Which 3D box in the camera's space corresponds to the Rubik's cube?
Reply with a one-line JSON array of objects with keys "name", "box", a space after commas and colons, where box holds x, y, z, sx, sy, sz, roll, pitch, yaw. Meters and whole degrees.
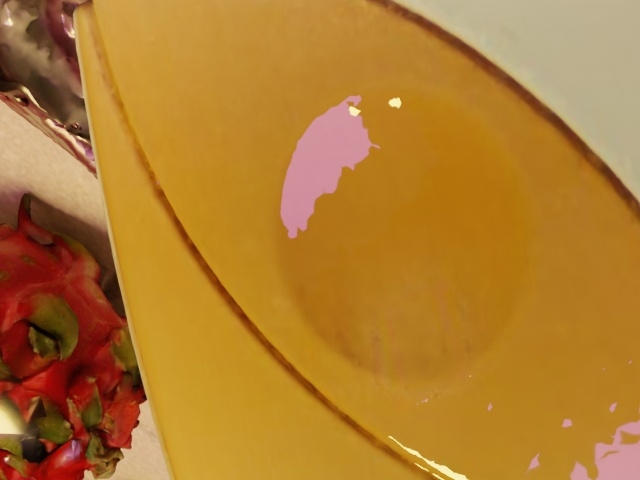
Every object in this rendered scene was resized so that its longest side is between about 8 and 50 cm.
[{"name": "Rubik's cube", "box": [0.128, -0.026, 0.789, 0.352, 0.352, 0.347, -9, 93, 38]}]

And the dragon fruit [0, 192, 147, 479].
[{"name": "dragon fruit", "box": [-0.292, 0.107, 1.419, 0.303, 0.231, 0.237, 14, 128, 18]}]

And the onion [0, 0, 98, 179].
[{"name": "onion", "box": [-0.102, -0.162, 1.018, 0.314, 0.280, 0.146, 38, 164, -11]}]
